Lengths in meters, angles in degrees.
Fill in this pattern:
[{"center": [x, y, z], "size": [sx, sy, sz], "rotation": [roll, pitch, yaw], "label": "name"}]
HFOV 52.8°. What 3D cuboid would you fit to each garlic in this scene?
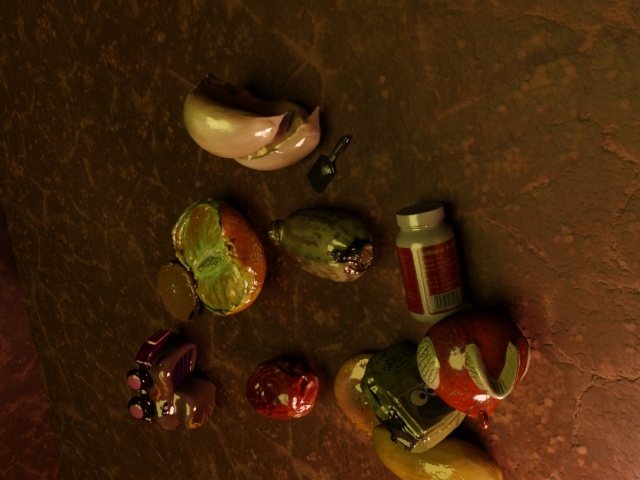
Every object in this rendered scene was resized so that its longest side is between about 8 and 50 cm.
[{"center": [-0.173, -0.287, 1.588], "size": [0.313, 0.249, 0.286], "rotation": [36, 172, 28], "label": "garlic"}]

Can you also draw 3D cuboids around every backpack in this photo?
[{"center": [0.216, 0.373, 1.555], "size": [0.253, 0.207, 0.140], "rotation": [46, 145, 27], "label": "backpack"}]

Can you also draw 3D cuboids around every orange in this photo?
[{"center": [-0.285, 0.040, 1.857], "size": [0.262, 0.196, 0.335], "rotation": [-33, 89, 30], "label": "orange"}]

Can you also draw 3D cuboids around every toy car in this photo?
[{"center": [-0.492, 0.488, 2.210], "size": [0.240, 0.271, 0.341], "rotation": [10, 115, 19], "label": "toy car"}]

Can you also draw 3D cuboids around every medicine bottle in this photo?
[{"center": [0.242, 0.049, 1.434], "size": [0.131, 0.131, 0.250], "rotation": [-1, 106, 42], "label": "medicine bottle"}]

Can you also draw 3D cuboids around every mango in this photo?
[{"center": [0.287, 0.556, 1.590], "size": [0.331, 0.142, 0.195], "rotation": [9, 133, 35], "label": "mango"}]

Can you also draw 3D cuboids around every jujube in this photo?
[{"center": [-0.111, 0.433, 1.887], "size": [0.250, 0.174, 0.174], "rotation": [-18, 95, 47], "label": "jujube"}]

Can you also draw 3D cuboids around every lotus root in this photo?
[{"center": [0.000, 0.000, 1.616], "size": [0.309, 0.173, 0.173], "rotation": [18, 119, 35], "label": "lotus root"}]

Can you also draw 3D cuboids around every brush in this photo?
[{"center": [0.020, -0.195, 1.606], "size": [0.063, 0.016, 0.193], "rotation": [50, 133, 12], "label": "brush"}]

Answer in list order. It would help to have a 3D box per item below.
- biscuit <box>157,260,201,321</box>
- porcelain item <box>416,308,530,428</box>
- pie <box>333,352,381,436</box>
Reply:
[{"center": [-0.479, 0.172, 2.190], "size": [0.225, 0.042, 0.226], "rotation": [19, 121, 37], "label": "biscuit"}, {"center": [0.330, 0.278, 1.363], "size": [0.252, 0.253, 0.253], "rotation": [18, 119, 36], "label": "porcelain item"}, {"center": [0.148, 0.426, 1.720], "size": [0.273, 0.069, 0.274], "rotation": [15, 121, 27], "label": "pie"}]
